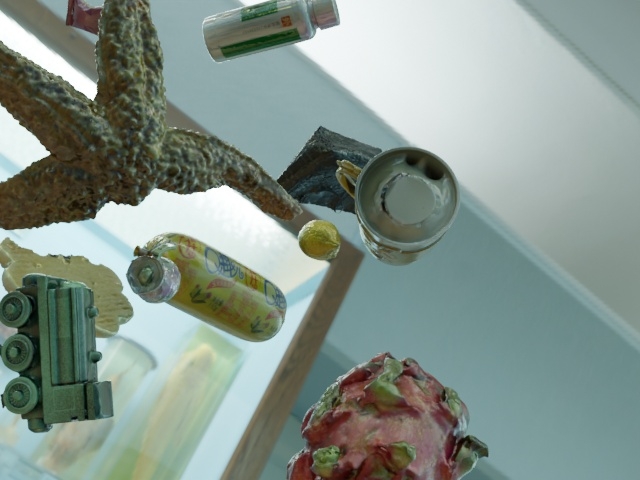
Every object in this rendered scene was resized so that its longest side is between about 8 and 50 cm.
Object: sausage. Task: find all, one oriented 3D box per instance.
[{"bbox_3d":[-0.179,0.085,1.489,0.123,0.123,0.347,-11,-31,41],"label":"sausage"}]

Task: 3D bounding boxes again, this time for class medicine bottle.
[{"bbox_3d":[-0.094,-0.416,1.655,0.259,0.095,0.095,-10,-47,12],"label":"medicine bottle"}]

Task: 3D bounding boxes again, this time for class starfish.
[{"bbox_3d":[-0.253,-0.139,1.001,0.397,0.132,0.384,-17,-73,-5],"label":"starfish"}]

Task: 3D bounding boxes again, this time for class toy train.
[{"bbox_3d":[-0.281,0.117,0.918,0.111,0.171,0.071,-7,-9,8],"label":"toy train"}]

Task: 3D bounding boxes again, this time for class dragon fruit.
[{"bbox_3d":[0.054,0.192,0.762,0.166,0.172,0.160,0,-55,35],"label":"dragon fruit"}]

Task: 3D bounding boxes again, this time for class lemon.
[{"bbox_3d":[0.000,0.000,1.329,0.065,0.065,0.092,52,-16,-29],"label":"lemon"}]

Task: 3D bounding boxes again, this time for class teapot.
[{"bbox_3d":[-0.216,0.040,1.116,0.064,0.083,0.064,23,-7,10],"label":"teapot"}]

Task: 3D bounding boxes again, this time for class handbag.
[{"bbox_3d":[0.037,-0.136,1.852,0.270,0.089,0.175,15,-57,-35],"label":"handbag"}]

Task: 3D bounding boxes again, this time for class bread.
[{"bbox_3d":[-0.408,0.085,1.385,0.039,0.182,0.250,-43,-35,19],"label":"bread"}]

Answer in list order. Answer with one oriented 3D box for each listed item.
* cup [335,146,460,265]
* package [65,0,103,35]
[{"bbox_3d":[0.130,-0.066,1.587,0.241,0.185,0.226,35,-13,11],"label":"cup"},{"bbox_3d":[-0.355,-0.345,1.325,0.083,0.029,0.059,25,-54,11],"label":"package"}]
